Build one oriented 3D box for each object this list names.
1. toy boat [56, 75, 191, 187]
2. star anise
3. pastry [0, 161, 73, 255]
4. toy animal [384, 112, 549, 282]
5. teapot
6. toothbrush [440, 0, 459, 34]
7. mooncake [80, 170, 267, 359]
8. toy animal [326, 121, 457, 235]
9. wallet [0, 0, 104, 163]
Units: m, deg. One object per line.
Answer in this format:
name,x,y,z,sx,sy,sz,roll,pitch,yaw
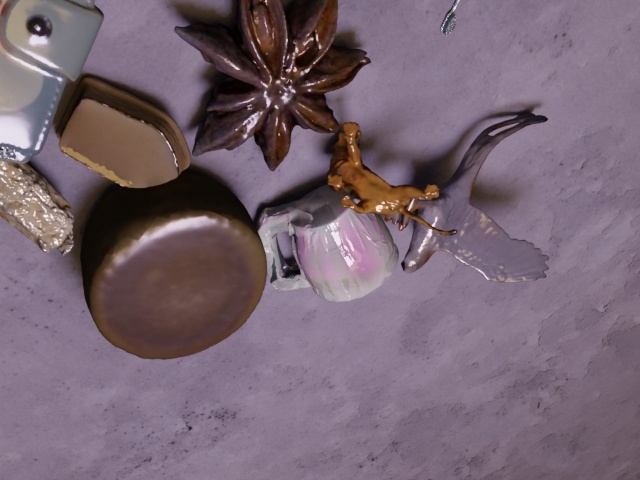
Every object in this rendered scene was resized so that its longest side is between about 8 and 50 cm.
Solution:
toy boat,-0.271,-0.138,1.127,0.188,0.061,0.116,25,115,-21
star anise,-0.079,-0.231,1.142,0.315,0.108,0.315,-12,133,-13
pastry,-0.448,-0.086,1.095,0.089,0.121,0.258,-53,126,-16
toy animal,0.247,-0.078,1.342,0.302,0.225,0.284,-4,112,-38
teapot,0.009,-0.009,1.352,0.163,0.221,0.178,-52,131,-33
toothbrush,0.233,-0.410,1.195,0.016,0.019,0.219,11,121,-25
mooncake,-0.231,0.035,1.249,0.284,0.155,0.284,-12,127,-16
toy animal,0.098,-0.072,1.236,0.114,0.255,0.116,-49,164,2
wallet,-0.388,-0.281,0.945,0.252,0.083,0.360,16,103,-37
